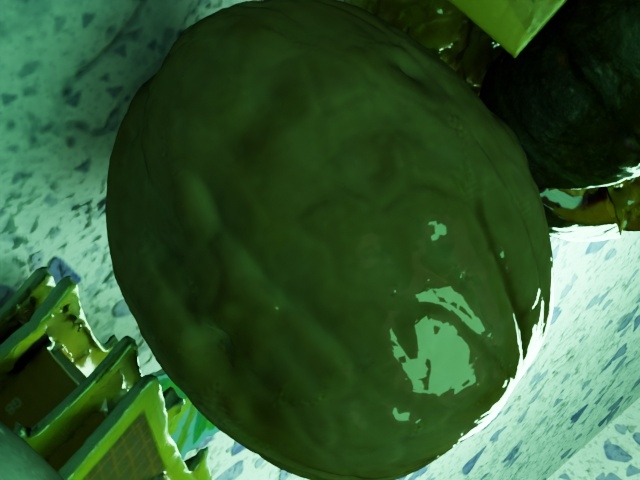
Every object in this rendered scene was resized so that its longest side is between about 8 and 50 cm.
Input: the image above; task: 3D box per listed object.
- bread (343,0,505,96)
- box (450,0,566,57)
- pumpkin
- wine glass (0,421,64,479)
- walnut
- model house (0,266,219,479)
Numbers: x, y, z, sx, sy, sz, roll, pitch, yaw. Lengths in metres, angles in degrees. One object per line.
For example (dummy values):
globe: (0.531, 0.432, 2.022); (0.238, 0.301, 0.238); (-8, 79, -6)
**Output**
bread: (0.108, -0.195, 0.690); (0.198, 0.120, 0.236); (-33, 146, -15)
box: (0.148, -0.257, 0.530); (0.152, 0.043, 0.269); (37, 109, -16)
pumpkin: (0.221, -0.101, 0.657); (0.238, 0.159, 0.238); (-20, 161, -7)
wine glass: (-0.247, 0.159, 0.415); (0.238, 0.323, 0.238); (-46, -168, 12)
walnut: (0.002, -0.001, 0.601); (0.252, 0.313, 0.277); (-42, 173, -3)
model house: (-0.146, 0.188, 0.700); (0.358, 0.242, 0.312); (-3, 125, -49)
